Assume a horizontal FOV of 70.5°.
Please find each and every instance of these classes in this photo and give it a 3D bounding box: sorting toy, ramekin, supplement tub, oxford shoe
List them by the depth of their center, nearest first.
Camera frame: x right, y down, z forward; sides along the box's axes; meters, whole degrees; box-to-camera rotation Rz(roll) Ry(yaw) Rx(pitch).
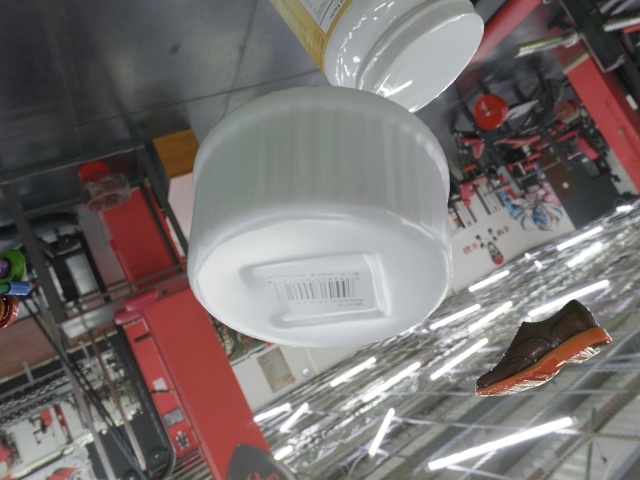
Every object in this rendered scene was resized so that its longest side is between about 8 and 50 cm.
[{"bbox_3d":[0.000,0.000,0.461,0.276,0.135,0.277,0,142,0],"label":"ramekin"},{"bbox_3d":[-0.403,0.059,0.565,0.061,0.102,0.042,-5,170,21],"label":"sorting toy"},{"bbox_3d":[0.066,-0.358,0.673,0.228,0.316,0.228,-31,165,-9],"label":"supplement tub"},{"bbox_3d":[0.399,0.213,0.859,0.096,0.099,0.271,19,130,-38],"label":"oxford shoe"}]
